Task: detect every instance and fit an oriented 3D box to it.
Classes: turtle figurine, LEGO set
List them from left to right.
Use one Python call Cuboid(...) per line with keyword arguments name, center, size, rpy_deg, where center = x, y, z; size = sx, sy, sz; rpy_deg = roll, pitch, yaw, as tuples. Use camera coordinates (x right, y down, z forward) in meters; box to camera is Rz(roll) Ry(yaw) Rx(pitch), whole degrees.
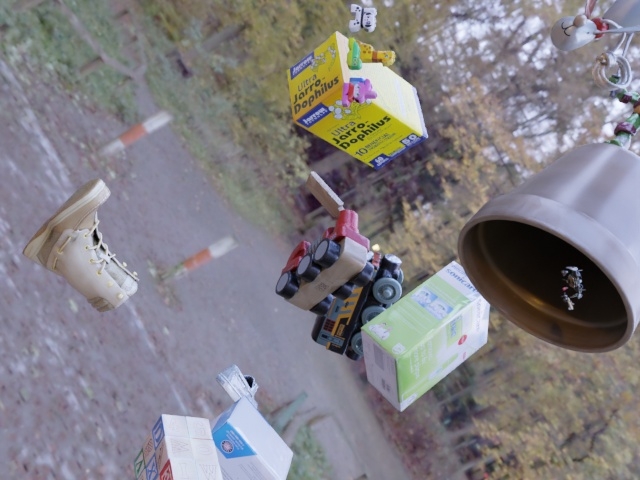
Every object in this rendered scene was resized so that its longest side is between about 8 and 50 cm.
Cuboid(name="LEGO set", center=(0.107, -0.377, 1.539), size=(0.087, 0.093, 0.227), rpy_deg=(51, 43, -73))
Cuboid(name="LEGO set", center=(0.381, 0.067, 1.093), size=(0.083, 0.023, 0.054), rpy_deg=(81, -4, -64))
Cuboid(name="turtle figurine", center=(0.747, -0.324, 1.662), size=(0.197, 0.266, 0.275), rpy_deg=(25, -25, 7))

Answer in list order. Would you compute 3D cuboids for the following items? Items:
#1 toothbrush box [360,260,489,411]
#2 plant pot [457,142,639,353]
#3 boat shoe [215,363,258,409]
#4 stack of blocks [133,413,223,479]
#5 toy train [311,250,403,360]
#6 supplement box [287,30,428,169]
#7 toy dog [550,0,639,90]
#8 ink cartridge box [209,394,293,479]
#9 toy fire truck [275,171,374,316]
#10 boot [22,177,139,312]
Cuboid(name="toothbrush box", center=(0.239, 0.214, 1.633), size=(0.122, 0.283, 0.206), rpy_deg=(38, -29, 36))
Cuboid(name="plant pot", center=(0.453, -0.012, 1.277), size=(0.323, 0.280, 0.323), rpy_deg=(35, -25, 19))
Cuboid(name="boat shoe", center=(-0.212, 0.413, 2.023), size=(0.079, 0.081, 0.227), rpy_deg=(40, -14, 35))
Cuboid(name="stack of blocks", center=(-0.217, 0.441, 1.115), size=(0.087, 0.171, 0.297), rpy_deg=(15, 32, -32))
Cuboid(name="toy train", center=(0.102, 0.172, 1.992), size=(0.190, 0.334, 0.142), rpy_deg=(20, 24, 1))
Cuboid(name="supplement box", center=(0.105, -0.380, 2.034), size=(0.356, 0.194, 0.195), rpy_deg=(23, 48, -41))
Cuboid(name="toy dog", center=(0.674, -0.503, 1.569), size=(0.220, 0.333, 0.161), rpy_deg=(44, -21, 8))
Cuboid(name="ink cartridge box", center=(-0.204, 0.471, 1.482), size=(0.171, 0.232, 0.168), rpy_deg=(50, 8, -2))
Cuboid(name="toy fire truck", center=(0.000, 0.000, 1.566), size=(0.158, 0.217, 0.246), rpy_deg=(29, 44, -22))
Cuboid(name="boot", center=(-0.406, 0.019, 1.331), size=(0.203, 0.262, 0.095), rpy_deg=(44, 36, -13))
